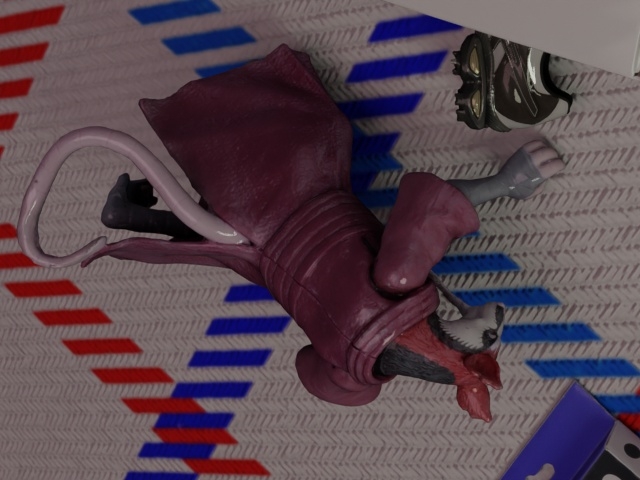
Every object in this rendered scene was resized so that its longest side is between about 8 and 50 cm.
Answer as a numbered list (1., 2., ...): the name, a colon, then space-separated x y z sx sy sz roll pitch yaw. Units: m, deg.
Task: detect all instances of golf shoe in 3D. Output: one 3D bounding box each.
1. golf shoe: 0.142 -0.177 1.280 0.094 0.077 0.198 1 109 18

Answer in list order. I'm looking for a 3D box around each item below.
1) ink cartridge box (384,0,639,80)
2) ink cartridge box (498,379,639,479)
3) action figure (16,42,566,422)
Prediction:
1. ink cartridge box: 0.176 -0.204 1.099 0.207 0.283 0.117 22 117 29
2. ink cartridge box: 0.216 0.249 1.382 0.208 0.045 0.206 42 126 18
3. action figure: 0.000 0.000 1.323 0.370 0.276 0.248 42 120 34
